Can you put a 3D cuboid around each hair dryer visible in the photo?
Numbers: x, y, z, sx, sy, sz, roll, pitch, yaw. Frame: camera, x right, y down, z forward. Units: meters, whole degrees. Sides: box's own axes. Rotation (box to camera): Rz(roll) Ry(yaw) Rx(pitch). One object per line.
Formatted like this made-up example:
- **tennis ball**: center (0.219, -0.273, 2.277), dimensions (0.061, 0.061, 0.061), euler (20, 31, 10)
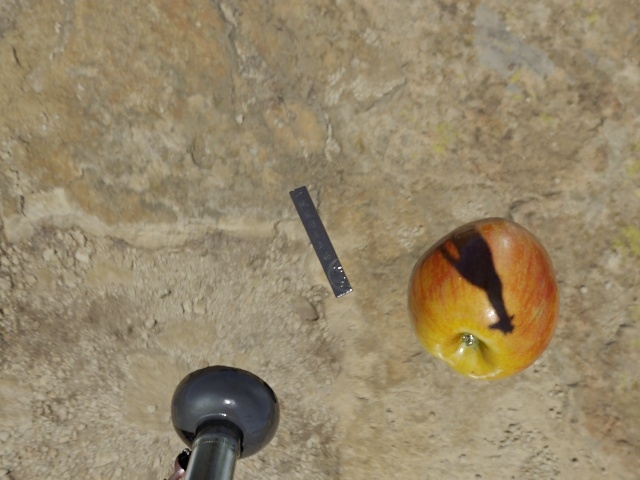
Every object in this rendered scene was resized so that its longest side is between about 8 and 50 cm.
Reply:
- **hair dryer**: center (-0.223, 0.283, 0.818), dimensions (0.284, 0.156, 0.320), euler (20, 30, 2)

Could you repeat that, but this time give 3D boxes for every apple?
- **apple**: center (0.312, 0.124, 1.256), dimensions (0.301, 0.301, 0.302), euler (3, 75, -11)

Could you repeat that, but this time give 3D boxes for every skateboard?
- **skateboard**: center (-0.238, 0.406, 1.181), dimensions (0.080, 0.151, 0.067), euler (-44, 77, -2)

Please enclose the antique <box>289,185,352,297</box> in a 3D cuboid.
- **antique**: center (0.000, 0.000, 1.063), dimensions (0.031, 0.015, 0.192), euler (-27, 77, 11)
